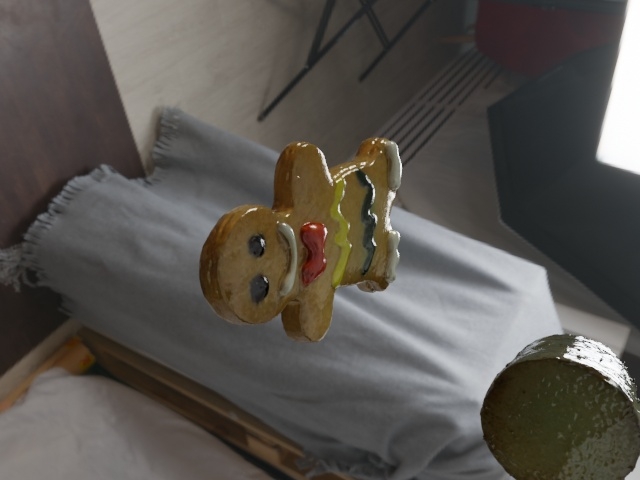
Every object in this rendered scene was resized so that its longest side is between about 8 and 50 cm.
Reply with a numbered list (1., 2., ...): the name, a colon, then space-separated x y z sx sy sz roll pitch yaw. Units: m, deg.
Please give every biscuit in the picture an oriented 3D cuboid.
1. biscuit: 0.001 0.000 0.518 0.240 0.035 0.158 -24 114 -52

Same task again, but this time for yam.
1. yam: 0.280 0.190 0.769 0.268 0.161 0.161 1 105 -68
